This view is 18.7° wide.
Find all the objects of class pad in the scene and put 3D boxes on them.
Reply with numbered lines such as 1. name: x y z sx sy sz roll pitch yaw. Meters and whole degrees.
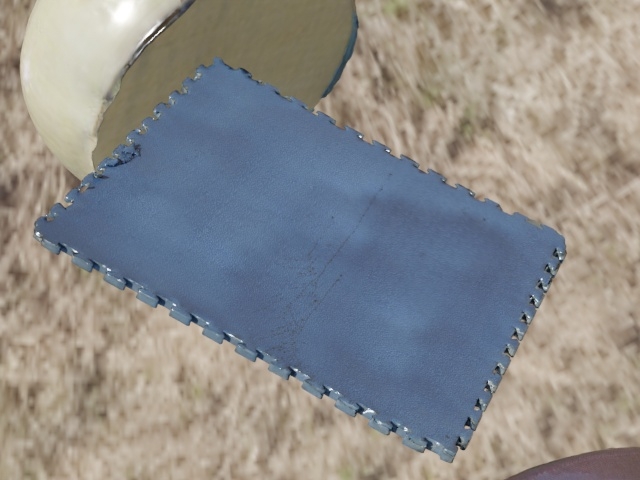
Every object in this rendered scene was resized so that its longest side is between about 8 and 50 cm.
1. pad: 0.000 0.000 1.138 0.269 0.269 0.012 29 124 7

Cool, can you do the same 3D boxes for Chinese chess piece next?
1. Chinese chess piece: -0.091 -0.137 1.375 0.250 0.103 0.250 -31 151 -20

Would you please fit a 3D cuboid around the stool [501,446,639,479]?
1. stool: 0.132 0.262 1.086 0.272 0.178 0.272 -21 146 -15
